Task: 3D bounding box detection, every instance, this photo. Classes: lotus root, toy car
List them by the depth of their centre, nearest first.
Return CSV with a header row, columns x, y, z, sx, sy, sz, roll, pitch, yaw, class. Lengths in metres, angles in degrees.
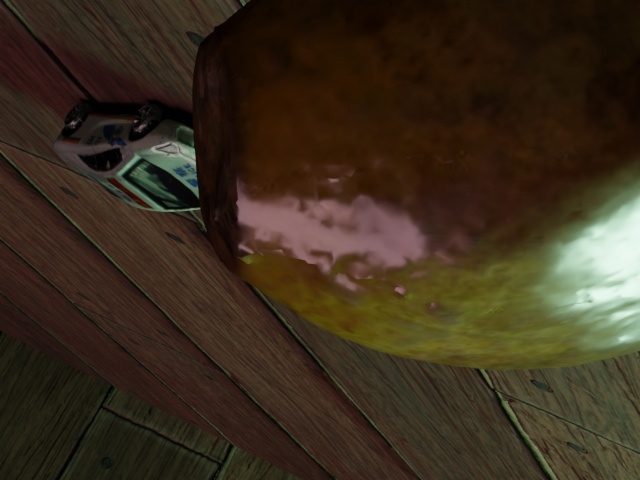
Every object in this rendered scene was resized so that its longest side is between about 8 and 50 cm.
x,y,z,sx,sy,sz,roll,pitch,yaw,class
0.039,-0.058,0.585,0.188,0.180,0.199,98,156,-47,lotus root
-0.132,-0.058,1.294,0.095,0.056,0.205,39,164,-29,toy car
